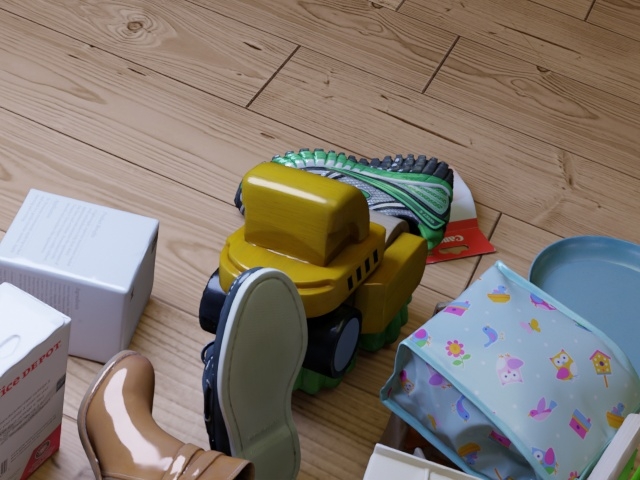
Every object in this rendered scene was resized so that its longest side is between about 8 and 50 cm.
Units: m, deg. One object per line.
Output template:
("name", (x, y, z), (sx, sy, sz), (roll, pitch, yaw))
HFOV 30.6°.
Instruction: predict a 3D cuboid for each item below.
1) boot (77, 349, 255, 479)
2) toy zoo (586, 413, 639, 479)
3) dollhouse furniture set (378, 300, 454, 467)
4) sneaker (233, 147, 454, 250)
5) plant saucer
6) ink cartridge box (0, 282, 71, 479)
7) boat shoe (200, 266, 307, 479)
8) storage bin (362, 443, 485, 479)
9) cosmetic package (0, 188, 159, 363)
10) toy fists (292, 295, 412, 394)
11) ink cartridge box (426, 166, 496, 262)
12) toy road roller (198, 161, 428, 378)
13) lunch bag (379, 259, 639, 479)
("boot", (-0.179, 0.248, 1.340), (0.220, 0.109, 0.283), (-7, 46, 27))
("toy zoo", (0.406, 0.374, 1.385), (0.192, 0.030, 0.293), (-49, 112, -26))
("dollhouse furniture set", (0.212, 0.218, 1.556), (0.262, 0.135, 0.259), (-4, 45, -21))
("sneaker", (0.037, -0.055, 1.814), (0.344, 0.134, 0.146), (1, 69, 2))
("plant saucer", (0.471, 0.114, 1.820), (0.318, 0.043, 0.317), (8, 41, -7))
("ink cartridge box", (-0.382, 0.191, 1.335), (0.100, 0.237, 0.172), (29, 43, 15))
("boat shoe", (-0.091, 0.162, 1.390), (0.127, 0.340, 0.113), (-28, 42, -29))
("storage bin", (0.133, 0.382, 1.257), (0.260, 0.262, 0.123), (19, 39, 4))
("cosmetic package", (-0.329, 0.049, 1.573), (0.184, 0.151, 0.151), (15, 42, 1))
("toy fists", (0.020, 0.114, 1.648), (0.142, 0.096, 0.279), (37, 44, 23))
("ink cartridge box", (0.190, -0.045, 1.914), (0.145, 0.045, 0.179), (-9, 44, -24))
("toy road roller", (0.000, 0.000, 1.509), (0.202, 0.240, 0.329), (18, 33, 21))
("lunch bag", (0.244, 0.187, 1.434), (0.262, 0.160, 0.223), (39, 51, 19))
